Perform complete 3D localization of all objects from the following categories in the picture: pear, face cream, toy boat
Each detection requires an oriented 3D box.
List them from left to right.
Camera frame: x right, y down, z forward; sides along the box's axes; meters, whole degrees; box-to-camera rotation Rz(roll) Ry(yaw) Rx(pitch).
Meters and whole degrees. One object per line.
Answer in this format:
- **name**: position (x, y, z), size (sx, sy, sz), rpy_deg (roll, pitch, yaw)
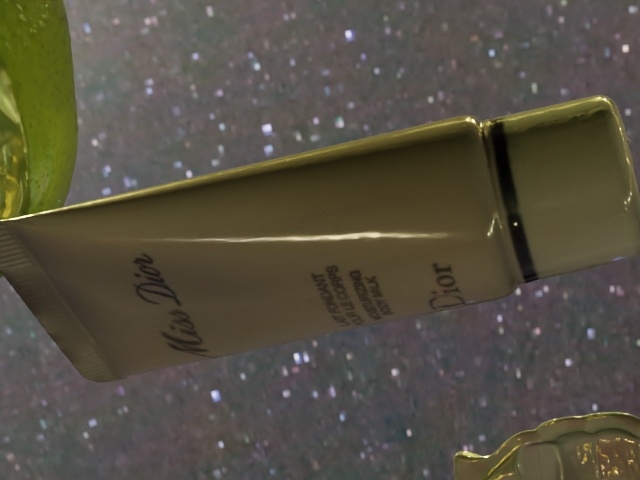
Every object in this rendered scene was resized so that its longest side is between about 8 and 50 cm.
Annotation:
- **pear**: position (-0.370, -0.175, 1.252), size (0.342, 0.318, 0.238), rpy_deg (25, -154, 1)
- **face cream**: position (0.000, 0.000, 0.664), size (0.314, 0.143, 0.089), rpy_deg (-12, -130, 13)
- **toy boat**: position (0.280, 0.254, 1.333), size (0.290, 0.199, 0.100), rpy_deg (-2, -169, 27)
